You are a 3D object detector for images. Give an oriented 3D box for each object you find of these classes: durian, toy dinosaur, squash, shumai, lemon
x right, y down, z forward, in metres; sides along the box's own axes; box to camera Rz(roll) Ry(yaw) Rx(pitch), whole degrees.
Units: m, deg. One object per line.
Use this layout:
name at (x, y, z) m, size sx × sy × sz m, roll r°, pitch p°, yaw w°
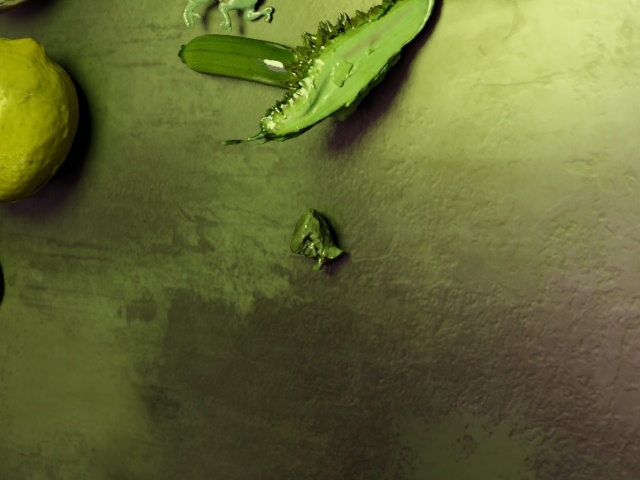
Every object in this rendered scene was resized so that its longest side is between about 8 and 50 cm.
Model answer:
durian at (0.020, -0.243, 1.539) m, size 0.375 × 0.106 × 0.132 m, roll -42°, pitch 99°, yaw 6°
toy dinosaur at (-0.166, -0.409, 1.669) m, size 0.242 × 0.053 × 0.167 m, roll 49°, pitch 118°, yaw 15°
squash at (-0.115, -0.272, 1.653) m, size 0.258 × 0.069 × 0.069 m, roll 14°, pitch 105°, yaw 28°
shumai at (0.000, 0.000, 1.643) m, size 0.080 × 0.082 × 0.083 m, roll 23°, pitch 148°, yaw -10°
lemon at (-0.530, -0.192, 1.809) m, size 0.253 × 0.253 × 0.310 m, roll 38°, pitch 117°, yaw 20°

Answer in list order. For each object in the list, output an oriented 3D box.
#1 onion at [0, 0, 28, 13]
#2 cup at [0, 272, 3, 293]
onion at (-0.487, -0.531, 1.784) m, size 0.349 × 0.159 × 0.267 m, roll -21°, pitch 99°, yaw 25°
cup at (-0.712, 0.040, 1.956) m, size 0.178 × 0.256 × 0.254 m, roll 10°, pitch 104°, yaw 29°
